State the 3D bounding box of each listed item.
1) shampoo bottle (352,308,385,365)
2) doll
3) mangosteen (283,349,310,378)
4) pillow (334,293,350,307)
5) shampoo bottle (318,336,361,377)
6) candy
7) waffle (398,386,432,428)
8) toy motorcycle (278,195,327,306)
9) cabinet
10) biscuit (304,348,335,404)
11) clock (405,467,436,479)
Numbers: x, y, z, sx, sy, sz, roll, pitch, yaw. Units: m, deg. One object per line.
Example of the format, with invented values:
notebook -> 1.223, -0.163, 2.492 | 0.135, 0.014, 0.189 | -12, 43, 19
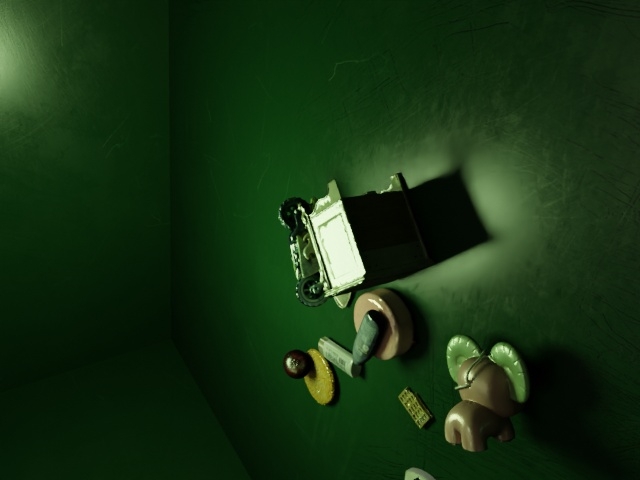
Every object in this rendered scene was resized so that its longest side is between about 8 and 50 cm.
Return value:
shampoo bottle -> 0.158, 0.337, 1.784 | 0.087, 0.049, 0.233 | 47, 137, 35
doll -> 0.437, 0.397, 1.413 | 0.284, 0.217, 0.268 | -6, 91, 60
mangosteen -> -0.104, 0.552, 2.333 | 0.140, 0.140, 0.140 | 27, 124, 50
pillow -> 0.049, 0.150, 2.070 | 0.232, 0.038, 0.130 | 53, 138, 30
shampoo bottle -> 0.075, 0.472, 2.138 | 0.227, 0.056, 0.086 | 22, 122, 52
candy -> 0.220, 0.291, 1.811 | 0.255, 0.094, 0.255 | 26, 123, 50
waffle -> 0.328, 0.576, 1.825 | 0.135, 0.021, 0.092 | 54, 143, 29
toy motorcycle -> -0.011, 0.030, 1.938 | 0.169, 0.237, 0.409 | 156, 100, -72
cabinet -> 0.133, -0.018, 1.644 | 0.227, 0.290, 0.317 | -32, 72, 54
biscuit -> -0.007, 0.601, 2.330 | 0.254, 0.035, 0.253 | 27, 123, 52
clock -> 0.355, 0.899, 1.871 | 0.172, 0.064, 0.198 | 56, 142, 27
